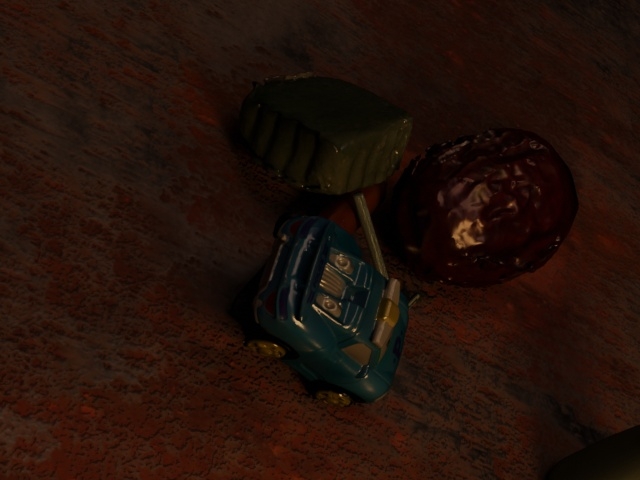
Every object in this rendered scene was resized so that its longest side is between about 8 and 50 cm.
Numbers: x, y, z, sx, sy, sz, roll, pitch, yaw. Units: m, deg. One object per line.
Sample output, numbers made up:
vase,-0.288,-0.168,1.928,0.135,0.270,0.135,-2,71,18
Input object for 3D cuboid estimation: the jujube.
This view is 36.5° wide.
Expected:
jujube,0.271,-0.053,1.611,0.376,0.258,0.258,-16,71,-37

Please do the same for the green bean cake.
green bean cake,0.001,-0.167,1.500,0.222,0.125,0.227,35,32,29

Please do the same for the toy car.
toy car,0.035,0.099,1.292,0.314,0.165,0.198,44,55,-41

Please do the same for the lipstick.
lipstick,0.000,0.000,1.459,0.077,0.077,0.418,46,41,-2

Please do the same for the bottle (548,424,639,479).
bottle,0.501,0.339,1.417,0.168,0.347,0.169,21,48,-25

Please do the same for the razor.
razor,0.089,0.023,1.500,0.084,0.035,0.211,-38,110,-47
